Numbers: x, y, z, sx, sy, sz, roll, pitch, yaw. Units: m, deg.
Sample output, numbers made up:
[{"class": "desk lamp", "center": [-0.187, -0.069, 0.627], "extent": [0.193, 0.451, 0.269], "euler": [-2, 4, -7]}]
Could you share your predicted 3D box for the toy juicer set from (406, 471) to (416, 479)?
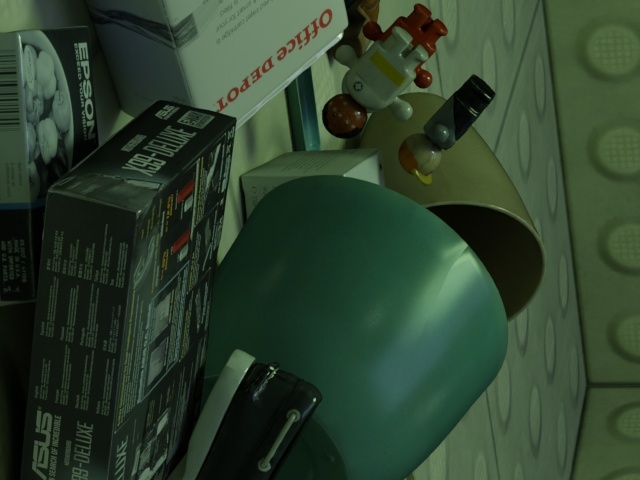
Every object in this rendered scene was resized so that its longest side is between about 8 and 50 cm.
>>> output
[{"class": "toy juicer set", "center": [0.040, 0.192, 2.364], "extent": [0.209, 0.090, 0.329], "euler": [-94, 162, -46]}]

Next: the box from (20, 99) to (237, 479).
[{"class": "box", "center": [-0.152, 0.070, 1.549], "extent": [0.242, 0.077, 0.307], "euler": [-53, 154, -64]}]

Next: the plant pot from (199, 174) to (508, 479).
[{"class": "plant pot", "center": [-0.002, 0.122, 1.868], "extent": [0.235, 0.293, 0.293], "euler": [-52, 141, -41]}]

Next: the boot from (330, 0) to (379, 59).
[{"class": "boot", "center": [0.039, -0.334, 2.418], "extent": [0.152, 0.073, 0.197], "euler": [-74, 169, -44]}]

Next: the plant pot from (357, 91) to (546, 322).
[{"class": "plant pot", "center": [0.136, -0.050, 2.478], "extent": [0.274, 0.257, 0.256], "euler": [-98, 173, -45]}]

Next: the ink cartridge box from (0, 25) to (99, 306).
[{"class": "ink cartridge box", "center": [-0.209, -0.066, 1.552], "extent": [0.208, 0.045, 0.206], "euler": [-31, 119, -74]}]

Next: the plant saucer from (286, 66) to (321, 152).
[{"class": "plant saucer", "center": [-0.025, -0.184, 2.268], "extent": [0.067, 0.018, 0.192], "euler": [-58, 143, -63]}]

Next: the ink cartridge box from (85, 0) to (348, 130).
[{"class": "ink cartridge box", "center": [-0.102, -0.255, 1.678], "extent": [0.207, 0.117, 0.283], "euler": [-43, 138, -30]}]

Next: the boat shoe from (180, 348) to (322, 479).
[{"class": "boat shoe", "center": [-0.090, 0.246, 1.679], "extent": [0.114, 0.091, 0.302], "euler": [-42, 155, -75]}]

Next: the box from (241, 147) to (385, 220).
[{"class": "box", "center": [0.000, 0.000, 2.152], "extent": [0.182, 0.119, 0.181], "euler": [-35, 122, -71]}]

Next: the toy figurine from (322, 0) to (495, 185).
[{"class": "toy figurine", "center": [0.064, -0.181, 2.165], "extent": [0.213, 0.148, 0.209], "euler": [25, 26, -47]}]
